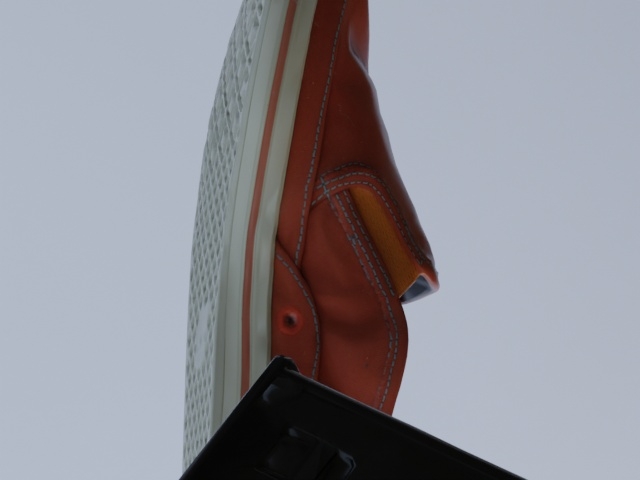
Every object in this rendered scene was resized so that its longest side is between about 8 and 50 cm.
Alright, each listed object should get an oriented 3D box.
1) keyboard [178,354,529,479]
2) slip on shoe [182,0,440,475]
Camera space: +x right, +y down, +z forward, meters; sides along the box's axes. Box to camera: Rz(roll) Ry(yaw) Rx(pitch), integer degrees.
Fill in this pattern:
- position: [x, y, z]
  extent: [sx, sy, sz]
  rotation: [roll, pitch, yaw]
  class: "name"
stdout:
- position: [-0.077, 0.155, 0.444]
  extent: [0.201, 0.033, 0.317]
  rotation: [24, -124, 24]
  class: "keyboard"
- position: [0.000, 0.000, 0.779]
  extent: [0.101, 0.123, 0.331]
  rotation: [5, -101, -12]
  class: "slip on shoe"
